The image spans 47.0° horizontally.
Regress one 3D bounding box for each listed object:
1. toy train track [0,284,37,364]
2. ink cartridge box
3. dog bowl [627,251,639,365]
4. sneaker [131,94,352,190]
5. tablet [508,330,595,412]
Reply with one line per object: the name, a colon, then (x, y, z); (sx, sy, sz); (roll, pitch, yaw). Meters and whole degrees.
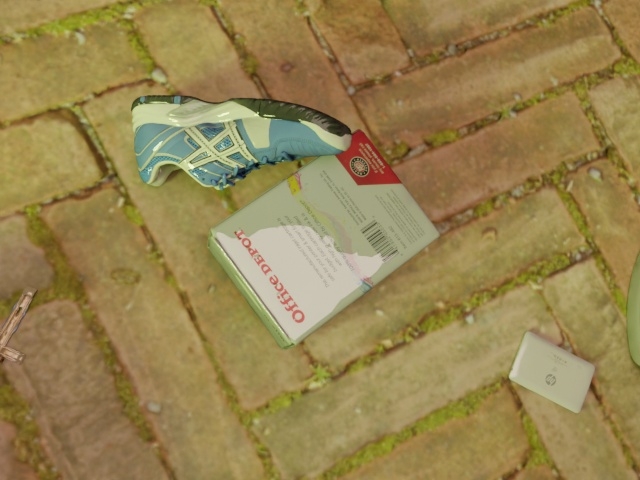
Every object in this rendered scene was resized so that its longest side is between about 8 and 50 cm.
toy train track: (-0.273, 0.077, 0.641); (0.048, 0.014, 0.083); (27, 73, -6)
ink cartridge box: (0.000, 0.000, 0.687); (0.175, 0.072, 0.127); (-35, 87, -17)
dog bowl: (0.502, 0.095, 0.763); (0.349, 0.102, 0.348); (3, 77, -12)
sneaker: (-0.073, -0.086, 0.673); (0.211, 0.080, 0.081); (3, 89, 18)
tablet: (0.235, 0.133, 0.745); (0.083, 0.006, 0.054); (27, 74, -5)
